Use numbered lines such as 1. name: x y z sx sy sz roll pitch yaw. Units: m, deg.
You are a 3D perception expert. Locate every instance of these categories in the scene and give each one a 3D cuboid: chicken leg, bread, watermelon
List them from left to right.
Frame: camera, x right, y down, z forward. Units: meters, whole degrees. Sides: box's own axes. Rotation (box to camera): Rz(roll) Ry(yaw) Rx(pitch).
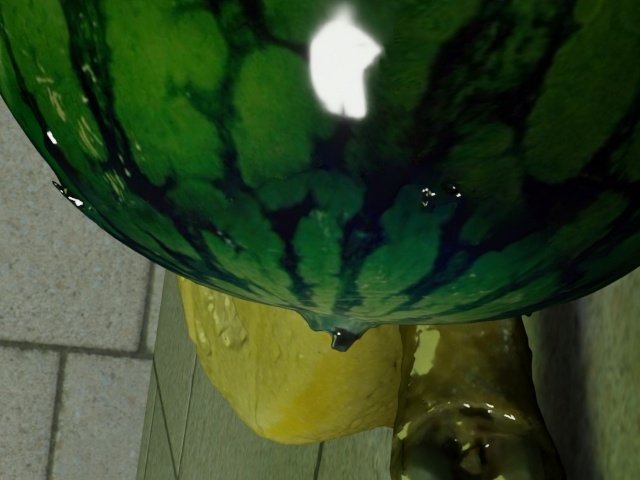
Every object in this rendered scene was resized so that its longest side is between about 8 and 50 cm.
1. bread: 0.000 0.000 0.926 0.270 0.148 0.270 25 120 56
2. watermelon: 0.030 -0.141 0.504 0.363 0.363 0.363 -174 90 -77
3. chicken leg: 0.059 -0.029 0.727 0.201 0.152 0.429 22 -121 -64
